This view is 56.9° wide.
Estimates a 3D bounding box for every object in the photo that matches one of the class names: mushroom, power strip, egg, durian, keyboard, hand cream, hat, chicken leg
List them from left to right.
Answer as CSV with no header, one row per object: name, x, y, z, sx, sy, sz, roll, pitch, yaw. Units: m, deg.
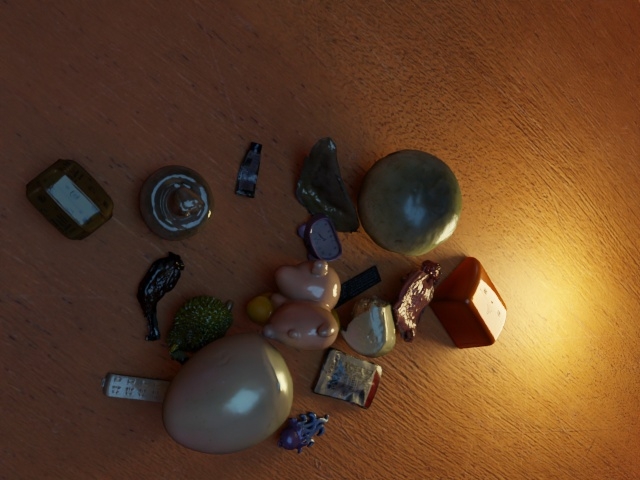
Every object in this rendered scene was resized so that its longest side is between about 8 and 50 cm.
power strip,-0.471,0.409,1.625,0.253,0.027,0.060,15,85,-27
chicken leg,-0.449,0.152,1.619,0.106,0.051,0.253,19,86,-32
mushroom,-0.373,-0.099,1.565,0.204,0.204,0.204,-1,92,-28
durian,-0.337,0.235,1.625,0.198,0.159,0.146,-41,77,7
egg,-0.232,0.394,1.502,0.345,0.283,0.282,-26,103,-23
hand cream,-0.207,-0.210,1.745,0.062,0.039,0.163,14,91,-30
keyboard,0.112,0.153,1.934,0.205,0.013,0.061,-28,104,-24
mushroom,0.283,-0.121,1.881,0.353,0.260,0.351,1,88,-22
hat,0.319,0.184,1.985,0.286,0.107,0.236,-58,150,-22

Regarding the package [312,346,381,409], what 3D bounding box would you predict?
package,0.094,0.453,1.925,0.239,0.030,0.154,25,79,-26

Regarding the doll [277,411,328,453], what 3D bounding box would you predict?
doll,-0.052,0.594,1.837,0.206,0.067,0.109,-14,84,-38

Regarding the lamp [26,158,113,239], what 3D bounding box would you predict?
lamp,-0.618,-0.100,1.462,0.161,0.161,0.185,-45,110,-20

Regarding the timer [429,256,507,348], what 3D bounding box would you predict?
timer,0.556,0.222,2.125,0.250,0.161,0.257,-48,112,-35

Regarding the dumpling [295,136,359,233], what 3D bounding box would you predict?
dumpling,0.011,-0.165,1.830,0.086,0.166,0.332,-72,149,-55

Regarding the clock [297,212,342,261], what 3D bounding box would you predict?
clock,0.000,0.000,1.831,0.110,0.050,0.152,-26,109,-11

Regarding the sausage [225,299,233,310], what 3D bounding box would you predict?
sausage,-0.286,0.235,1.720,0.024,0.024,0.132,27,80,-26

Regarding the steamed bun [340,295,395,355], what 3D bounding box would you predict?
steamed bun,0.140,0.263,1.844,0.171,0.225,0.199,0,77,14

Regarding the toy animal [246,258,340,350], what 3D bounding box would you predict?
toy animal,-0.064,0.157,1.684,0.278,0.345,0.246,15,96,6
